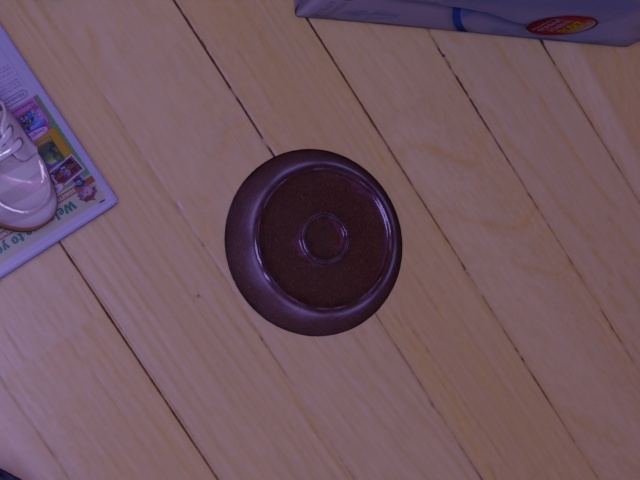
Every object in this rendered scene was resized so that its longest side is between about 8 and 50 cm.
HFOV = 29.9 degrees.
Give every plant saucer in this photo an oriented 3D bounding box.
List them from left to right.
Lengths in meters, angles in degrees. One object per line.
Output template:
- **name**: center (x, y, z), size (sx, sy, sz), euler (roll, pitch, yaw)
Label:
- **plant saucer**: center (0.000, 0.000, 1.057), size (0.168, 0.029, 0.168), euler (2, 83, -20)

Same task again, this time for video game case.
- **video game case**: center (-0.302, -0.054, 0.956), size (0.212, 0.023, 0.193), euler (-35, 95, -21)

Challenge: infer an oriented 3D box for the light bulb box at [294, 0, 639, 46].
- **light bulb box**: center (0.200, -0.320, 0.996), size (0.361, 0.358, 0.225), euler (2, 84, -19)

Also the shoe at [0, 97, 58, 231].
- **shoe**: center (-0.285, -0.094, 0.922), size (0.219, 0.058, 0.076), euler (48, 70, -9)

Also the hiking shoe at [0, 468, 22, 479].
- **hiking shoe**: center (-0.260, 0.227, 0.901), size (0.227, 0.086, 0.114), euler (26, 72, -16)
